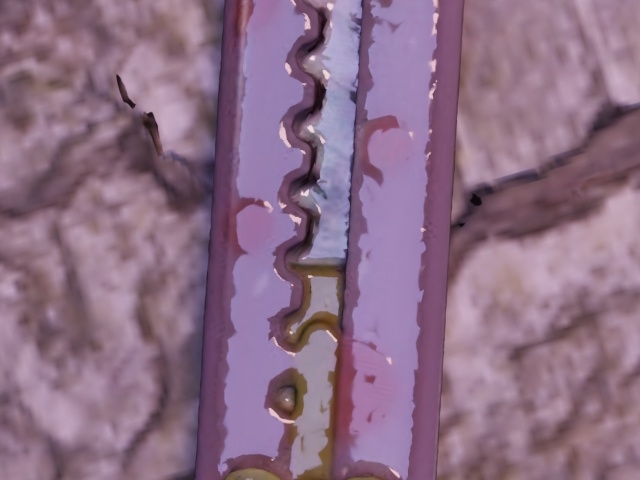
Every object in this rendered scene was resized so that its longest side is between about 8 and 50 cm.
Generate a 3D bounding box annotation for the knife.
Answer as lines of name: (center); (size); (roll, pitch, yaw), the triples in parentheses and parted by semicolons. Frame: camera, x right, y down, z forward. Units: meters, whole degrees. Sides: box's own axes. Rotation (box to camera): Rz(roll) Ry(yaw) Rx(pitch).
knife: (0.000, 0.000, 0.508); (0.132, 0.038, 0.399); (4, 86, 5)
